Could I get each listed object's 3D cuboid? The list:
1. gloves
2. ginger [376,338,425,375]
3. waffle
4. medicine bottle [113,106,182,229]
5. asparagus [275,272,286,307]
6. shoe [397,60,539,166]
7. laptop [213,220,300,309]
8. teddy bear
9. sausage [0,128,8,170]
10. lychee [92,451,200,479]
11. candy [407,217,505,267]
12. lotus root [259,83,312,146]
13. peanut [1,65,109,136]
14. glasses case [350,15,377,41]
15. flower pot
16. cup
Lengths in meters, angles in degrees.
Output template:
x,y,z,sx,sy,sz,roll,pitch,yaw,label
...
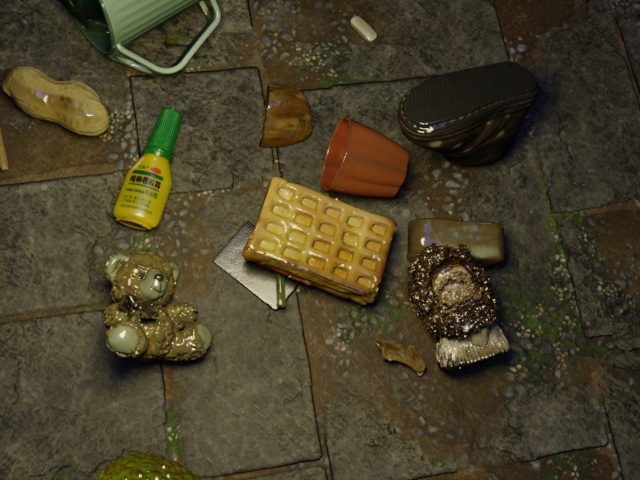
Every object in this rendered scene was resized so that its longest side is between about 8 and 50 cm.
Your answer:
x,y,z,sx,sy,sz,roll,pitch,yaw,label
0.308,0.150,1.875,0.210,0.135,0.312,-13,96,11,gloves
0.183,0.264,1.878,0.137,0.044,0.057,23,27,-8,ginger
0.000,0.000,1.886,0.328,0.098,0.224,20,65,-6,waffle
-0.397,-0.173,1.925,0.111,0.076,0.308,16,70,-3,medicine bottle
-0.100,0.037,1.906,0.024,0.025,0.248,-18,69,34,asparagus
0.339,-0.282,1.968,0.384,0.237,0.171,-22,58,-26,shoe
-0.139,0.060,1.916,0.197,0.016,0.135,38,72,7,laptop
-0.378,0.143,1.786,0.267,0.156,0.256,12,67,-46,teddy bear
-0.760,-0.224,1.920,0.024,0.024,0.132,-15,75,-12,sausage
-0.331,0.578,1.601,0.270,0.270,0.320,-28,58,-15,lychee
0.325,0.008,1.945,0.234,0.102,0.104,5,72,-8,candy
-0.088,-0.316,2.002,0.135,0.095,0.159,-3,79,-12,lotus root
-0.625,-0.339,1.929,0.275,0.111,0.125,23,67,0,peanut
0.114,-0.558,2.138,0.032,0.021,0.083,-41,82,-18,glasses case
0.110,-0.183,1.947,0.173,0.190,0.190,18,71,-14,flower pot
-0.431,-0.631,1.986,0.392,0.401,0.310,-32,46,-20,cup
